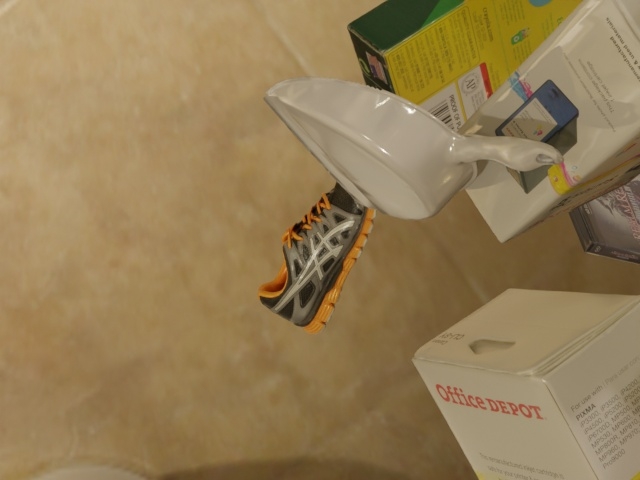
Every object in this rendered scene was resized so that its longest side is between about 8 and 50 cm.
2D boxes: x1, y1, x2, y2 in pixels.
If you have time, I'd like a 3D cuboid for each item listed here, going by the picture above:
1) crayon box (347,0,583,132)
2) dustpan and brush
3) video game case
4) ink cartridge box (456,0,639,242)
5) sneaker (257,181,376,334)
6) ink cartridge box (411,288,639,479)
[{"bbox_3d":[0.200,-0.230,1.467,0.319,0.081,0.202,-32,136,-11],"label":"crayon box"},{"bbox_3d":[0.074,-0.060,0.891,0.060,0.211,0.147,-53,129,-11],"label":"dustpan and brush"},{"bbox_3d":[0.433,-0.034,1.697,0.274,0.196,0.026,13,131,-24],"label":"video game case"},{"bbox_3d":[0.208,-0.101,0.918,0.154,0.212,0.093,-22,77,-35],"label":"ink cartridge box"},{"bbox_3d":[0.000,0.000,1.432,0.083,0.084,0.214,20,104,-11],"label":"sneaker"},{"bbox_3d":[0.302,0.250,1.409,0.160,0.279,0.384,-34,102,-20],"label":"ink cartridge box"}]
